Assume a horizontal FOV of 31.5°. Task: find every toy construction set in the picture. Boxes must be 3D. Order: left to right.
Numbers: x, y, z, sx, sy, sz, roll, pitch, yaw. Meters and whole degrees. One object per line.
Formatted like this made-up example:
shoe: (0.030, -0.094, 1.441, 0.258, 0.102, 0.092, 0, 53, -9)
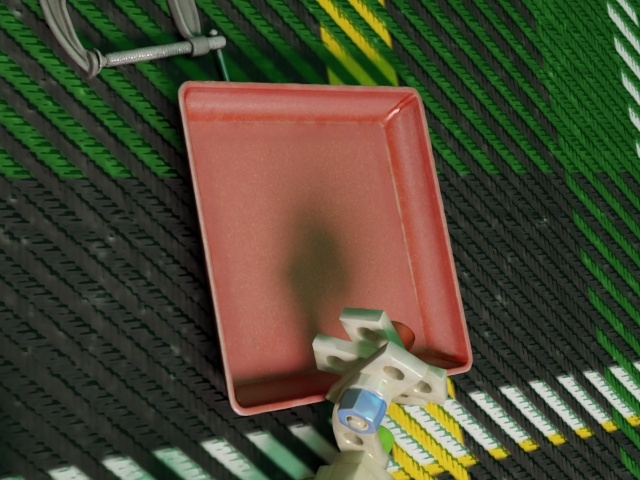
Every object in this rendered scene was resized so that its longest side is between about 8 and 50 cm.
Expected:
toy construction set: (-0.016, 0.211, 0.814, 0.215, 0.151, 0.328, 47, 66, -25)

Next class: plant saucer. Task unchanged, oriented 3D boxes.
plant saucer: (0.000, 0.000, 0.944, 0.258, 0.047, 0.259, -5, 82, -39)

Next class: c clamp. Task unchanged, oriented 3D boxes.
c clamp: (-0.141, -0.165, 0.893, 0.160, 0.022, 0.137, -11, 85, -40)
